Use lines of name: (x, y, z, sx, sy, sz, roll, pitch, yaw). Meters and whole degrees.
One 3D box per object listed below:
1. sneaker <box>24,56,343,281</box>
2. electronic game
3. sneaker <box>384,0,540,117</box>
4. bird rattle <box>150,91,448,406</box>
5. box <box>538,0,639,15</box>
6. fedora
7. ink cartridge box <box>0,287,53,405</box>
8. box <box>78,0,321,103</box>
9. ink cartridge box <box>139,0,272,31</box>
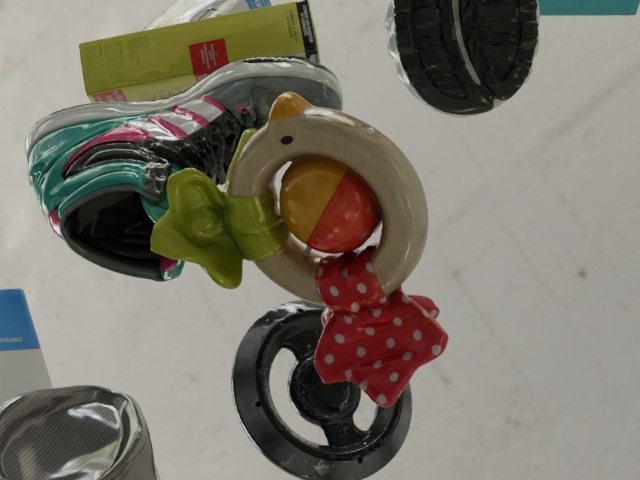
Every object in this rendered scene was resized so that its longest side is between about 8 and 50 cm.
sneaker: (-0.112, -0.057, 1.154, 0.295, 0.124, 0.178, -15, -134, 0)
electronic game: (0.004, 0.176, 1.556, 0.048, 0.229, 0.229, 131, -39, -56)
sneaker: (0.080, -0.205, 0.761, 0.100, 0.108, 0.272, 6, -89, 0)
bird rattle: (0.000, 0.000, 1.033, 0.253, 0.143, 0.207, 38, -51, 14)
box: (0.177, -0.255, 1.211, 0.100, 0.244, 0.060, -123, -143, -44)
fedora: (-0.221, 0.207, 1.147, 0.243, 0.275, 0.124, 19, -70, 16)
ink cartridge box: (-0.434, 0.298, 1.605, 0.285, 0.166, 0.395, -46, -123, 39)
box: (-0.117, -0.180, 1.317, 0.232, 0.087, 0.058, -10, -102, 0)
ink cartridge box: (-0.167, -0.246, 1.710, 0.148, 0.086, 0.203, -1, -146, 36)
